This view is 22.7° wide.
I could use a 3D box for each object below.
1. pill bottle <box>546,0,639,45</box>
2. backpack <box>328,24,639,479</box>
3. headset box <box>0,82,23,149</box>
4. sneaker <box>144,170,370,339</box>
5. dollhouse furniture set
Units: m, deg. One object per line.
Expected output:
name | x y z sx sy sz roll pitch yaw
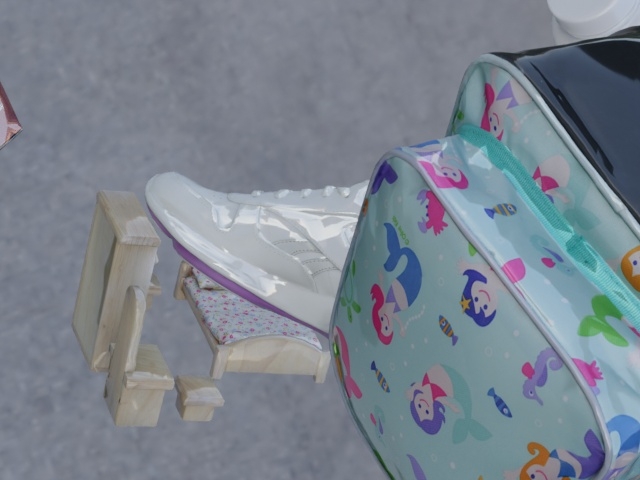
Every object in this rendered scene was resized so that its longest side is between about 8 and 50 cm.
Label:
pill bottle | 0.302 -0.191 1.557 0.215 0.117 0.117 40 40 -47
backpack | 0.119 0.057 0.761 0.191 0.253 0.225 -19 58 -23
headset box | -0.301 -0.109 0.778 0.110 0.218 0.293 -61 131 -65
sneaker | 0.000 0.000 1.325 0.152 0.305 0.114 -63 166 -2
dollhouse furniture set | -0.081 0.063 1.801 0.355 0.174 0.303 4 26 -23
